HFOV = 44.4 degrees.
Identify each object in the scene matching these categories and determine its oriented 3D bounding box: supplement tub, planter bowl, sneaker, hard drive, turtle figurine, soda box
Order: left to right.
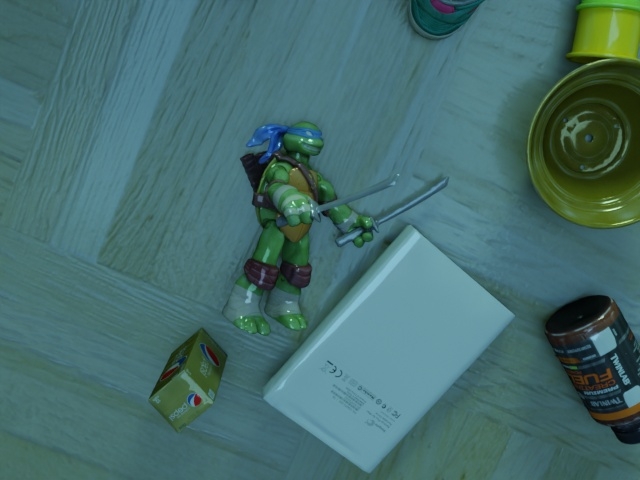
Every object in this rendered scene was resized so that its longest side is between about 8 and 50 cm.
[{"bbox_3d":[-0.170,0.178,1.030,0.061,0.181,0.058,-40,98,5],"label":"soda box"},{"bbox_3d":[0.000,0.000,0.999,0.274,0.198,0.266,20,102,-1],"label":"turtle figurine"},{"bbox_3d":[0.094,0.155,1.087,0.203,0.040,0.307,39,96,-18],"label":"hard drive"},{"bbox_3d":[0.188,-0.396,0.945,0.123,0.178,0.295,17,98,-4],"label":"sneaker"},{"bbox_3d":[0.367,-0.130,1.035,0.217,0.090,0.217,0,104,-1],"label":"planter bowl"},{"bbox_3d":[0.398,0.181,1.081,0.106,0.106,0.198,-31,98,4],"label":"supplement tub"}]

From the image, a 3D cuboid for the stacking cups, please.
[{"bbox_3d":[0.392,-0.384,0.996,0.096,0.096,0.316,9,98,-3],"label":"stacking cups"}]
